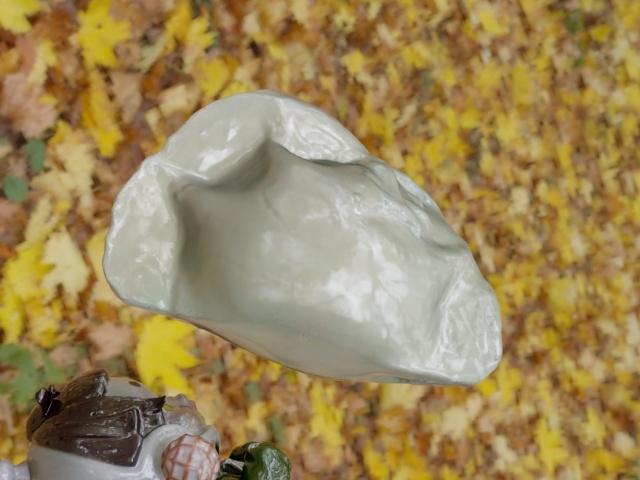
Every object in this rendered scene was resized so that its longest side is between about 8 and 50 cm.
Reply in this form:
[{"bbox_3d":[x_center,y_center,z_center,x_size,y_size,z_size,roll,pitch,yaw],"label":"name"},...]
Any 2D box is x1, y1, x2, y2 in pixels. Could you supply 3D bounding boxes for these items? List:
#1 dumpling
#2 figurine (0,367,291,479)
[{"bbox_3d":[0.000,0.000,0.755,0.229,0.124,0.151,21,66,-16],"label":"dumpling"},{"bbox_3d":[-0.134,0.244,1.363,0.370,0.281,0.167,23,80,-11],"label":"figurine"}]
